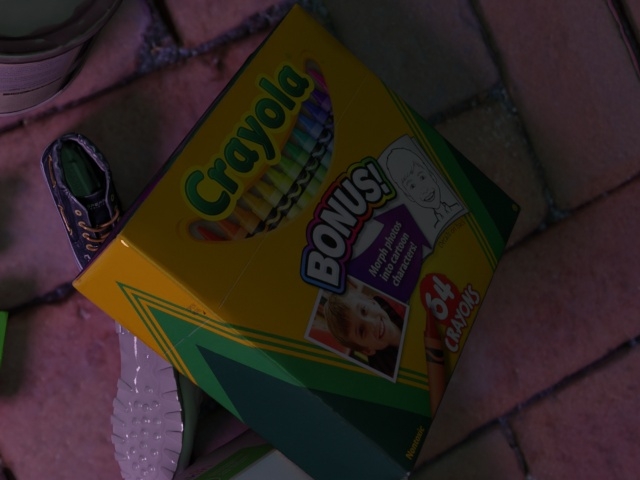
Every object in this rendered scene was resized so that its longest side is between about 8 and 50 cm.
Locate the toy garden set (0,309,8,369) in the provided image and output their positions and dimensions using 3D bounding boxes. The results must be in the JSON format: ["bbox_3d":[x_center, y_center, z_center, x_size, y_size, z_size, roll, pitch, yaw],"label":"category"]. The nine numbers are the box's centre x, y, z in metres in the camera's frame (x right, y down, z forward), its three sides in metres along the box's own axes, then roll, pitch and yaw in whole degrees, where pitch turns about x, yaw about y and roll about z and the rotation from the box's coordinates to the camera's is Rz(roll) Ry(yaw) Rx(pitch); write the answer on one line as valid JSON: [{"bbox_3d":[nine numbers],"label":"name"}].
[{"bbox_3d":[-0.410,0.057,1.083,0.244,0.049,0.204,8,86,-16],"label":"toy garden set"}]

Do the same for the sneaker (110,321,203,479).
[{"bbox_3d":[-0.141,0.134,1.145,0.095,0.090,0.235,-12,110,-60],"label":"sneaker"}]

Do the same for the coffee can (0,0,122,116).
[{"bbox_3d":[-0.278,-0.224,1.020,0.201,0.275,0.201,1,86,-18],"label":"coffee can"}]

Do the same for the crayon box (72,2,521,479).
[{"bbox_3d":[0.000,0.000,1.104,0.313,0.106,0.363,41,46,-12],"label":"crayon box"}]

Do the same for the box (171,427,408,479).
[{"bbox_3d":[-0.029,0.293,1.095,0.262,0.127,0.231,-26,96,-48],"label":"box"}]

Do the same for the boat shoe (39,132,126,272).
[{"bbox_3d":[-0.211,-0.015,1.129,0.065,0.083,0.183,-29,96,-17],"label":"boat shoe"}]
